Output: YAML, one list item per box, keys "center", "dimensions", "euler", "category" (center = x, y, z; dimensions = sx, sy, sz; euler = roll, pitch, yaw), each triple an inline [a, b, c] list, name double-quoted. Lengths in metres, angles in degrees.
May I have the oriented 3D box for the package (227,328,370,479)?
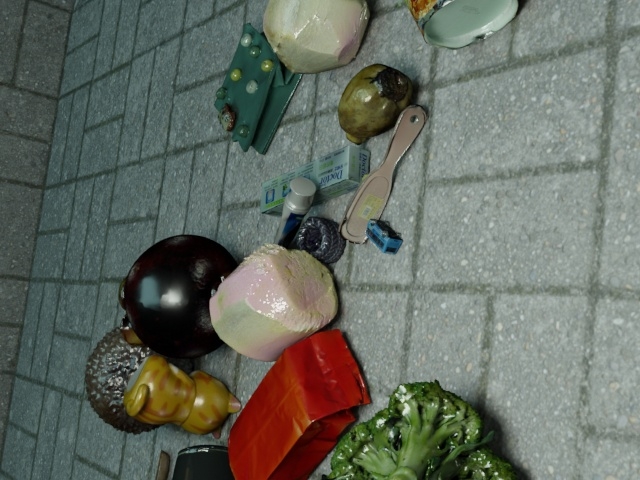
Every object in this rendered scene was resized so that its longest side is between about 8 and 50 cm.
- center: [-0.065, 0.384, 1.693]
  dimensions: [0.423, 0.123, 0.196]
  euler: [-55, 44, 31]
  category: "package"

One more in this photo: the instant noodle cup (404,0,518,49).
- center: [0.240, -0.463, 1.443]
  dimensions: [0.230, 0.230, 0.182]
  euler: [-34, 64, 45]
  category: "instant noodle cup"

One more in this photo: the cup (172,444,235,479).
- center: [-0.238, 0.560, 1.871]
  dimensions: [0.223, 0.169, 0.176]
  euler: [-13, 59, 21]
  category: "cup"

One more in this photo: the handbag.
- center: [-0.176, -0.393, 2.083]
  dimensions: [0.274, 0.100, 0.268]
  euler: [-59, 40, 24]
  category: "handbag"

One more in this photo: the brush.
- center: [0.118, -0.138, 1.639]
  dimensions: [0.312, 0.072, 0.067]
  euler: [-63, 24, 19]
  category: "brush"

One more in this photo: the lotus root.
- center: [0.100, -0.268, 1.640]
  dimensions: [0.214, 0.138, 0.138]
  euler: [-49, 44, 50]
  category: "lotus root"

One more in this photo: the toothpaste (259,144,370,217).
- center: [-0.019, -0.125, 1.820]
  dimensions: [0.336, 0.067, 0.081]
  euler: [-17, 66, 51]
  category: "toothpaste"

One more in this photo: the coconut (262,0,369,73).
- center: [-0.011, -0.473, 1.781]
  dimensions: [0.227, 0.227, 0.230]
  euler: [27, 102, 54]
  category: "coconut"

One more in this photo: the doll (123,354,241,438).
- center: [-0.343, 0.377, 1.963]
  dimensions: [0.166, 0.270, 0.162]
  euler: [-48, 39, 39]
  category: "doll"

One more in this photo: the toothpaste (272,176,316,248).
- center: [-0.069, -0.030, 1.801]
  dimensions: [0.096, 0.061, 0.266]
  euler: [-54, -9, -42]
  category: "toothpaste"

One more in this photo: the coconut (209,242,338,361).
- center: [-0.109, 0.136, 1.727]
  dimensions: [0.245, 0.233, 0.233]
  euler: [-38, 52, 38]
  category: "coconut"

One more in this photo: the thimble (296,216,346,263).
- center: [0.001, 0.002, 1.757]
  dimensions: [0.095, 0.066, 0.104]
  euler: [-55, 42, 26]
  category: "thimble"

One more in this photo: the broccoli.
- center: [0.158, 0.385, 1.256]
  dimensions: [0.321, 0.283, 0.303]
  euler: [32, 95, 21]
  category: "broccoli"

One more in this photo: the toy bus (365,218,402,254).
- center: [0.124, -0.009, 1.613]
  dimensions: [0.083, 0.038, 0.046]
  euler: [49, 123, 49]
  category: "toy bus"

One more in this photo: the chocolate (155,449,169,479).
- center: [-0.427, 0.619, 2.205]
  dimensions: [0.064, 0.031, 0.100]
  euler: [163, 118, -70]
  category: "chocolate"

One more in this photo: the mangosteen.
- center: [-0.350, 0.137, 1.990]
  dimensions: [0.347, 0.307, 0.306]
  euler: [-6, 76, 38]
  category: "mangosteen"

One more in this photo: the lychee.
- center: [-0.471, 0.355, 2.147]
  dimensions: [0.300, 0.300, 0.300]
  euler: [-20, 65, 50]
  category: "lychee"
